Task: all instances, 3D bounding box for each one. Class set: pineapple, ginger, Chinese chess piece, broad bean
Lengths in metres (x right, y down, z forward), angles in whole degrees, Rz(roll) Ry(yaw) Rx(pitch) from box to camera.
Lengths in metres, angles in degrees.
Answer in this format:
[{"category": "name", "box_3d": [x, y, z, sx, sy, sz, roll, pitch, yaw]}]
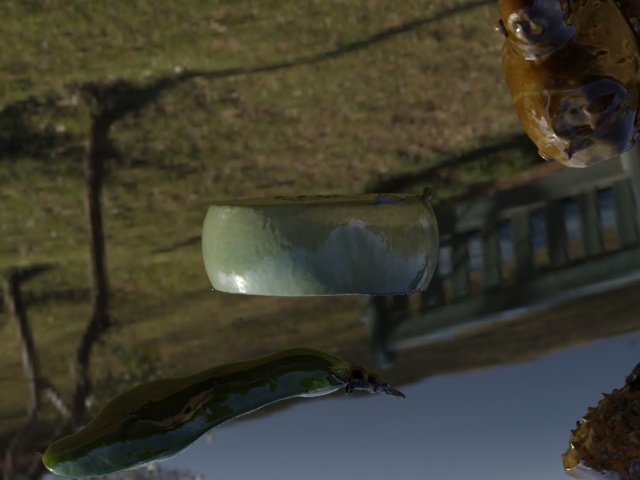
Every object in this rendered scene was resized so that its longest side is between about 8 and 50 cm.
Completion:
[{"category": "pineapple", "box_3d": [0.317, 0.130, 1.212, 0.111, 0.237, 0.119, 24, 165, 38]}, {"category": "ginger", "box_3d": [0.297, -0.255, 1.483, 0.152, 0.274, 0.357, -23, -165, 44]}, {"category": "Chinese chess piece", "box_3d": [0.000, 0.000, 1.062, 0.188, 0.083, 0.188, -1, -175, 0]}, {"category": "broad bean", "box_3d": [-0.092, 0.143, 1.171, 0.325, 0.075, 0.067, -16, 164, 0]}]
